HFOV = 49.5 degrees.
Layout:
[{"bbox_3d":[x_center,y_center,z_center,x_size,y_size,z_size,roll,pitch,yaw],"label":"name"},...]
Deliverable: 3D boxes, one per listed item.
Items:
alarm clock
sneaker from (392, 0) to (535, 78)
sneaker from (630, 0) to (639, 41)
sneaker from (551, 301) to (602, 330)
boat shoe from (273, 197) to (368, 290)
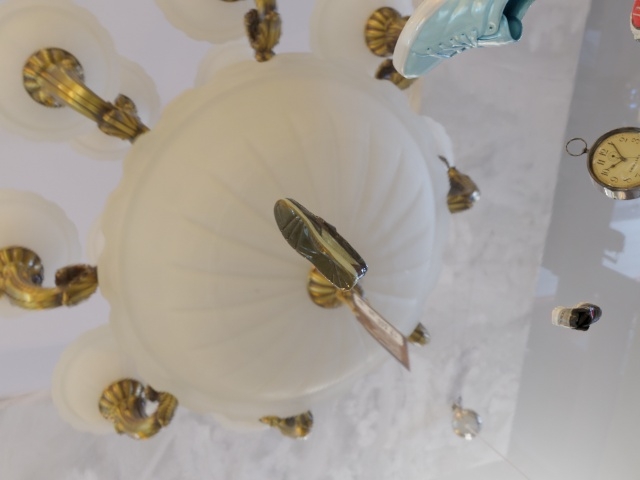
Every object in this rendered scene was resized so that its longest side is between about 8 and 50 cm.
[{"bbox_3d":[0.543,-0.146,1.277,0.129,0.192,0.064,-58,-31,-5],"label":"alarm clock"},{"bbox_3d":[0.278,-0.393,1.253,0.135,0.150,0.366,-8,-25,-42],"label":"sneaker"},{"bbox_3d":[0.736,-0.466,1.329,0.107,0.278,0.119,-12,-86,-50],"label":"sneaker"},{"bbox_3d":[0.658,0.194,1.737,0.170,0.074,0.063,0,-79,-33],"label":"sneaker"},{"bbox_3d":[0.001,0.000,1.343,0.073,0.223,0.080,-31,-18,-42],"label":"boat shoe"}]
